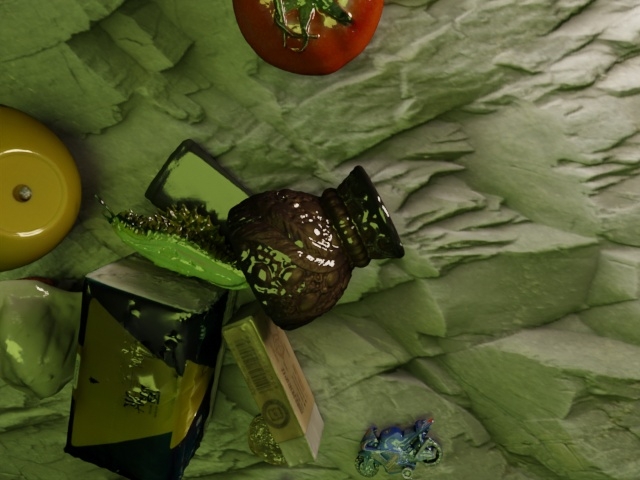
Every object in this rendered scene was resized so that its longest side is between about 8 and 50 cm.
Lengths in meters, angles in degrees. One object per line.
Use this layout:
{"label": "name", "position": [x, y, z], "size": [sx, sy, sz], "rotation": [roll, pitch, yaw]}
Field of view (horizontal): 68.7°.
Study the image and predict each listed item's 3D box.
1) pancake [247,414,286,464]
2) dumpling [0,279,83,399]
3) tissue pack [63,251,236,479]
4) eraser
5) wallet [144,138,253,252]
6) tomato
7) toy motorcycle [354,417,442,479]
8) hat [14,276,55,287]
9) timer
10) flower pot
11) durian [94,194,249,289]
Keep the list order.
{"label": "pancake", "position": [-0.112, 0.477, 1.124], "size": [0.140, 0.022, 0.139], "rotation": [2, 102, 10]}
{"label": "dumpling", "position": [-0.593, 0.218, 1.048], "size": [0.243, 0.187, 0.318], "rotation": [-25, 127, -25]}
{"label": "tissue pack", "position": [-0.352, 0.258, 0.999], "size": [0.264, 0.253, 0.416], "rotation": [16, 103, 5]}
{"label": "eraser", "position": [-0.094, 0.302, 1.019], "size": [0.078, 0.144, 0.343], "rotation": [-21, 97, 12]}
{"label": "wallet", "position": [-0.241, -0.079, 1.009], "size": [0.245, 0.052, 0.168], "rotation": [42, 107, -6]}
{"label": "tomato", "position": [-0.020, -0.412, 0.797], "size": [0.256, 0.224, 0.255], "rotation": [0, 110, 1]}
{"label": "toy motorcycle", "position": [0.167, 0.465, 1.051], "size": [0.205, 0.076, 0.114], "rotation": [-17, 92, 13]}
{"label": "hat", "position": [-0.705, 0.173, 1.132], "size": [0.094, 0.112, 0.162], "rotation": [29, 119, 31]}
{"label": "timer", "position": [-0.695, -0.112, 0.952], "size": [0.387, 0.376, 0.375], "rotation": [12, 106, 31]}
{"label": "flower pot", "position": [0.000, 0.000, 0.887], "size": [0.267, 0.266, 0.266], "rotation": [-26, 97, 3]}
{"label": "durian", "position": [-0.286, 0.001, 0.959], "size": [0.375, 0.106, 0.132], "rotation": [23, 114, 5]}
